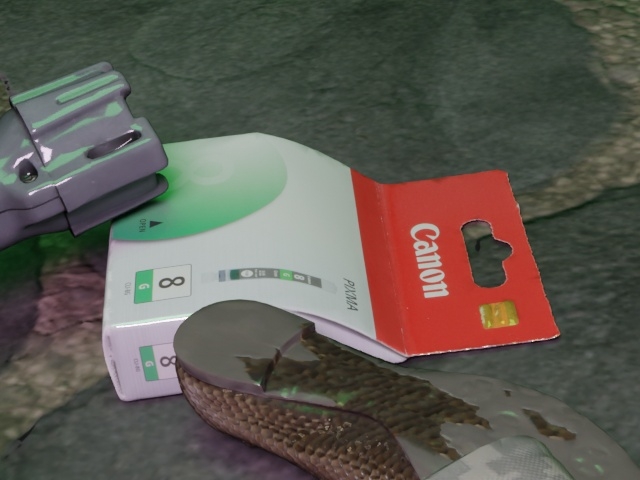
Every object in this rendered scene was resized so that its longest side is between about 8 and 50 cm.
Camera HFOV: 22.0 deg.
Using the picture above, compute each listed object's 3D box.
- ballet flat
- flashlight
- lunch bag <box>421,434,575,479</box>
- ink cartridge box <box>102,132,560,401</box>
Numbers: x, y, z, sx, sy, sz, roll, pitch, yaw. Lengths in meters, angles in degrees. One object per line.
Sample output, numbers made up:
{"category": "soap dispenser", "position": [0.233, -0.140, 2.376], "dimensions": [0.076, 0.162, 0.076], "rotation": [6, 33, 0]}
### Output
{"category": "ballet flat", "position": [0.036, 0.094, 0.728], "dimensions": [0.250, 0.058, 0.084], "rotation": [20, 44, 30]}
{"category": "flashlight", "position": [-0.235, -0.003, 0.858], "dimensions": [0.304, 0.103, 0.103], "rotation": [-26, 75, -12]}
{"category": "lunch bag", "position": [0.030, 0.230, 0.375], "dimensions": [0.305, 0.213, 0.256], "rotation": [-27, 53, -26]}
{"category": "ink cartridge box", "position": [0.000, 0.000, 0.881], "dimensions": [0.224, 0.056, 0.181], "rotation": [-9, 32, 2]}
